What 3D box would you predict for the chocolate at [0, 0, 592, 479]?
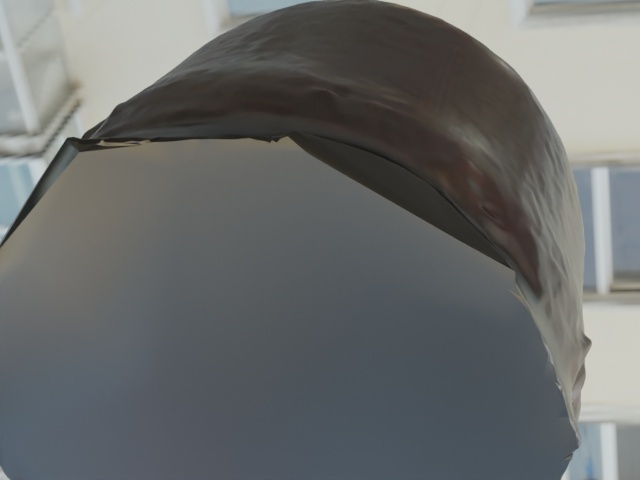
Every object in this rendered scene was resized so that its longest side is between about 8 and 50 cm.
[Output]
[{"bbox_3d":[0.000,0.000,0.921,0.384,0.383,0.331,0,-140,15],"label":"chocolate"}]
